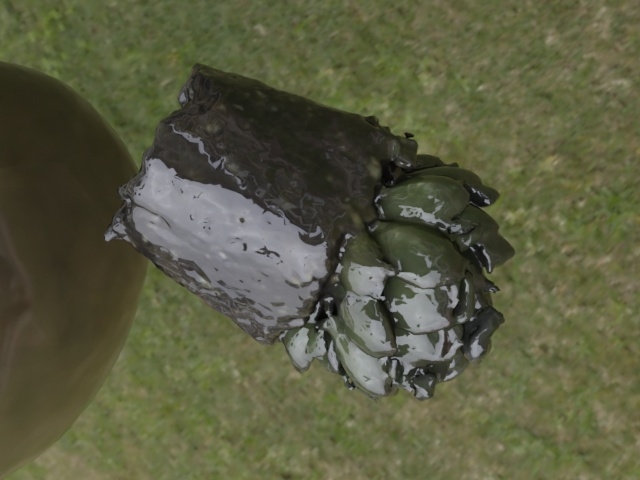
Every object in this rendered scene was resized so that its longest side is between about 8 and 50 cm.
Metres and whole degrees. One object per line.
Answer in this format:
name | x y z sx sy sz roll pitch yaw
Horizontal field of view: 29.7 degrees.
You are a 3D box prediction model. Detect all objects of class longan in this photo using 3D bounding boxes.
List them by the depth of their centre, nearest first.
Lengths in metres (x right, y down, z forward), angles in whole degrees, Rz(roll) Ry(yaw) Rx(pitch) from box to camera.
longan | -0.241 0.018 0.689 0.297 0.297 0.297 23 132 29

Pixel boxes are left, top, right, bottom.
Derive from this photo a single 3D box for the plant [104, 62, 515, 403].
plant | 0.000 0.000 0.435 0.143 0.092 0.094 27 135 -3
